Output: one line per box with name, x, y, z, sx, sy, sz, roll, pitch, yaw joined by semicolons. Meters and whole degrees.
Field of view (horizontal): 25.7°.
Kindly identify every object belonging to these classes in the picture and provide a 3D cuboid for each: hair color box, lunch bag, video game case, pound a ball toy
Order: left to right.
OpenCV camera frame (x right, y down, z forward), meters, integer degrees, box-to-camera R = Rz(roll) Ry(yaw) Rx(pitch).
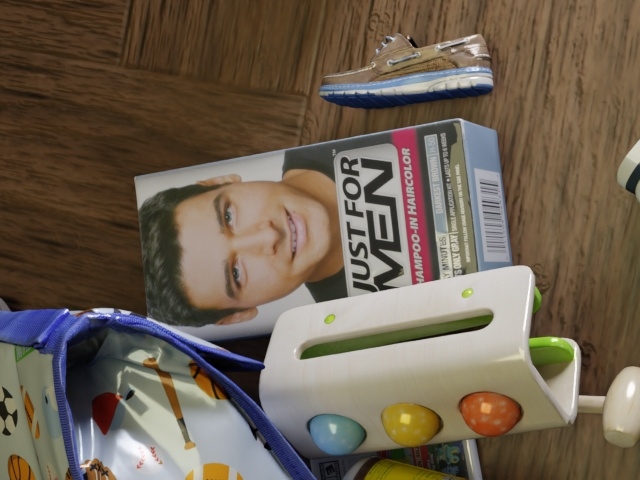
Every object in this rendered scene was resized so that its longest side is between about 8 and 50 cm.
lunch bag;-0.171;0.218;1.315;0.385;0.239;0.328;55;153;-15
hair color box;0.000;0.000;1.444;0.375;0.114;0.185;-9;84;26
video game case;0.087;0.302;1.440;0.183;0.023;0.201;-13;82;25
pound a ball toy;0.130;0.151;1.316;0.319;0.208;0.135;-11;45;28

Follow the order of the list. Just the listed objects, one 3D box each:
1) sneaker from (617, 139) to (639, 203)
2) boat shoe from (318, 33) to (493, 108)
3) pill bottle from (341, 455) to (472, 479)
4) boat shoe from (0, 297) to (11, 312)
sneaker;0.379;-0.109;1.280;0.095;0.090;0.235;49;120;26
boat shoe;0.087;-0.176;1.441;0.183;0.066;0.066;-3;82;16
pill bottle;0.124;0.285;1.344;0.215;0.117;0.117;11;92;26
boat shoe;-0.417;0.223;1.633;0.116;0.123;0.324;-2;85;28
